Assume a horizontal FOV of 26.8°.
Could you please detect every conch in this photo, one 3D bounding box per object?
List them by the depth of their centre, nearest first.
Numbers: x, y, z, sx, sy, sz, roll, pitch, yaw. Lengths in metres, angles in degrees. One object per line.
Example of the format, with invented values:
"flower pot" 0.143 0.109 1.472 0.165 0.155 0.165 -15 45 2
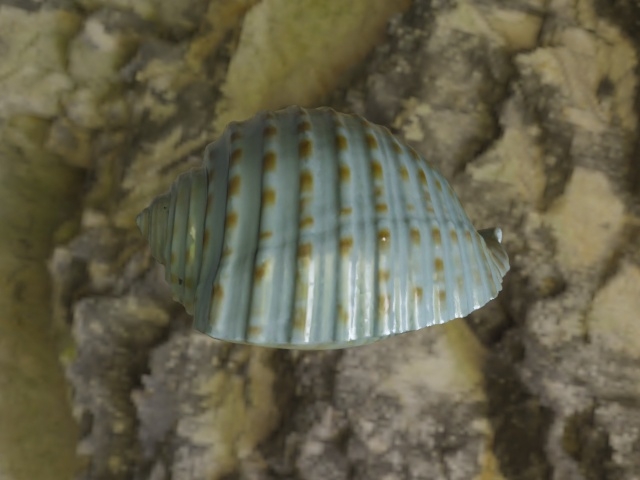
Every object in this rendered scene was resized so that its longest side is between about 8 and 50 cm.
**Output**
"conch" -0.004 -0.005 0.581 0.135 0.153 0.102 -78 151 -63
